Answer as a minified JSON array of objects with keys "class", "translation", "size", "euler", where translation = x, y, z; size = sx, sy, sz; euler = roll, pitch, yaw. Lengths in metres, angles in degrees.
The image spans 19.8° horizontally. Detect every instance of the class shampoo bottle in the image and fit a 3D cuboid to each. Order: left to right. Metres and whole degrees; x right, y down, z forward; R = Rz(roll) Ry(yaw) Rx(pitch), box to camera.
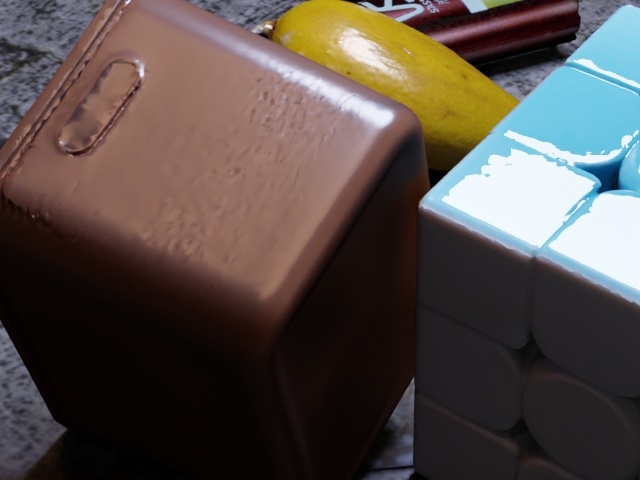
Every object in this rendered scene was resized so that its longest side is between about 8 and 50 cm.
[{"class":"shampoo bottle","translation":[0.099,-0.211,1.863],"size":[0.323,0.084,0.129],"euler":[-15,36,-22]}]

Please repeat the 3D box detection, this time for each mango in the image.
[{"class":"mango","translation":[0.080,-0.136,1.701],"size":[0.316,0.119,0.176],"euler":[19,17,-15]}]

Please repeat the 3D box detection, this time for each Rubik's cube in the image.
[{"class":"Rubik's cube","translation":[0.261,0.053,1.331],"size":[0.290,0.291,0.291],"euler":[27,50,28]}]

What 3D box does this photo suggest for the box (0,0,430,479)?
[{"class":"box","translation":[-0.066,0.024,1.305],"size":[0.229,0.339,0.239],"euler":[24,65,21]}]
